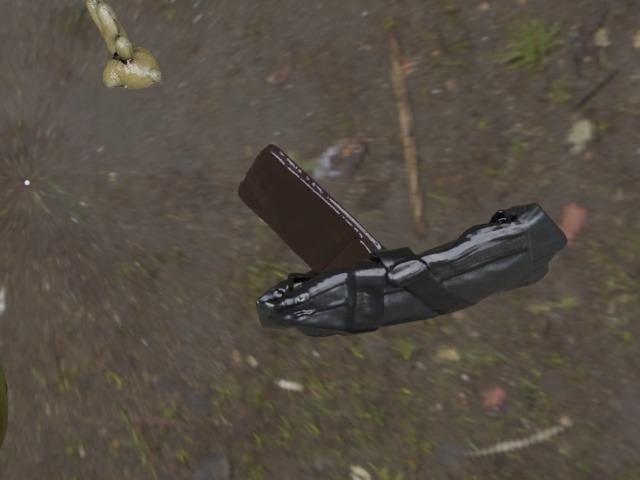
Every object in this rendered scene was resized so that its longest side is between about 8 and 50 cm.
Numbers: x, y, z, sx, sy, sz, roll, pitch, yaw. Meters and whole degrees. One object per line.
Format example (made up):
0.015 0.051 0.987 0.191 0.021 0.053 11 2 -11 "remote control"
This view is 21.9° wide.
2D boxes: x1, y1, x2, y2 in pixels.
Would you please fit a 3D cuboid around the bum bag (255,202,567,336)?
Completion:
0.055 0.021 1.023 0.197 0.087 0.049 -17 61 11 "bum bag"

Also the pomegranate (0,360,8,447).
-0.304 0.105 1.172 0.159 0.205 0.159 -5 112 -12 "pomegranate"

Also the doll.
-0.176 -0.178 1.482 0.051 0.061 0.093 -19 122 -18 "doll"

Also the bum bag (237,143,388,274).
0.000 0.000 1.284 0.159 0.109 0.026 44 65 3 "bum bag"
